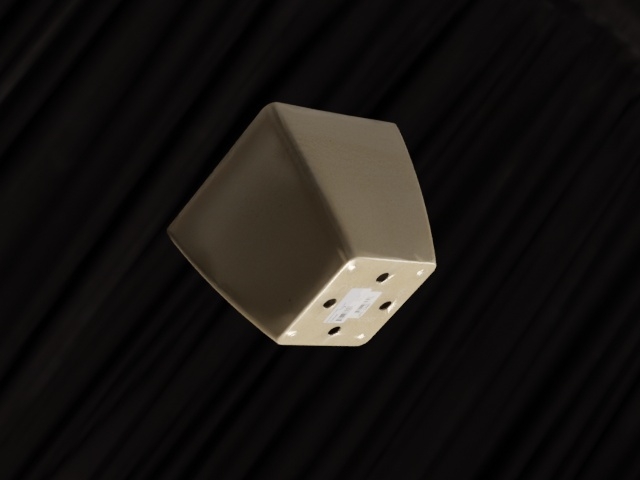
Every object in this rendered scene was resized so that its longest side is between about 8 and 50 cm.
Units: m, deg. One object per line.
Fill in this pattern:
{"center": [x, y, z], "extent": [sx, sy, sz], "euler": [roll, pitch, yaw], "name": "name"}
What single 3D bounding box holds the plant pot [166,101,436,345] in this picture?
{"center": [0.000, 0.000, 0.862], "extent": [0.109, 0.109, 0.096], "euler": [4, -134, -47], "name": "plant pot"}
